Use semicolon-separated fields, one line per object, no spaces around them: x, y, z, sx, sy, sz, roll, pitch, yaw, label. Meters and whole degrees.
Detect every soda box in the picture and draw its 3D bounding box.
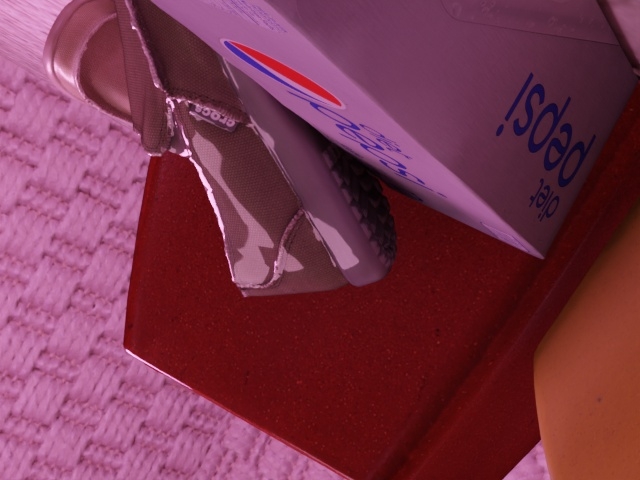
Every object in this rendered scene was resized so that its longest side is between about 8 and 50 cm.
0.031;-0.084;0.469;0.091;0.098;0.286;27;177;29;soda box

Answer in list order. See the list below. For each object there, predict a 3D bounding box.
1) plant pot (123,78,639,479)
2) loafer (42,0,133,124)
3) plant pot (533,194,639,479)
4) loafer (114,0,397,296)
0.041;0.011;0.747;0.267;0.235;0.267;27;177;25;plant pot
-0.123;-0.139;1.109;0.092;0.102;0.268;24;-175;36;loafer
0.213;0.060;0.535;0.212;0.212;0.187;28;-169;-22;plant pot
-0.058;-0.077;0.575;0.251;0.087;0.094;61;-163;-6;loafer
